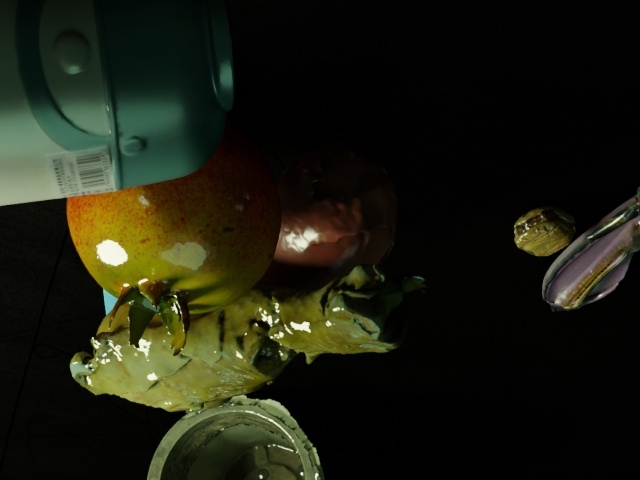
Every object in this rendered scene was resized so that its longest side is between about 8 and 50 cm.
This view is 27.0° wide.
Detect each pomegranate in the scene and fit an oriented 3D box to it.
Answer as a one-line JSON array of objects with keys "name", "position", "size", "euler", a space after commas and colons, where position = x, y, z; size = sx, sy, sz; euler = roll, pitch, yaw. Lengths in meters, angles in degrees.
[{"name": "pomegranate", "position": [-0.149, -0.011, 1.361], "size": [0.220, 0.257, 0.221], "euler": [7, 158, 3]}]

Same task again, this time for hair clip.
[{"name": "hair clip", "position": [0.397, 0.019, 1.818], "size": [0.110, 0.096, 0.359], "euler": [-37, 173, -30]}]

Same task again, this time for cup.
[{"name": "cup", "position": [-0.218, -0.146, 1.173], "size": [0.257, 0.219, 0.289], "euler": [-7, 180, -9]}]

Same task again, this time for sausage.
[{"name": "sausage", "position": [0.000, 0.000, 1.543], "size": [0.152, 0.152, 0.280], "euler": [-1, 150, -19]}]

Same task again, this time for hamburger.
[{"name": "hamburger", "position": [0.291, -0.014, 1.731], "size": [0.076, 0.044, 0.083], "euler": [-26, 146, 26]}]

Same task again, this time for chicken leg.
[{"name": "chicken leg", "position": [-0.072, 0.098, 1.464], "size": [0.429, 0.153, 0.201], "euler": [-12, 148, 36]}]

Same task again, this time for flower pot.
[{"name": "flower pot", "position": [-0.107, 0.406, 2.111], "size": [0.290, 0.290, 0.259], "euler": [-16, 161, 8]}]

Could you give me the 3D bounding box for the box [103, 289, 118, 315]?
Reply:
[{"name": "box", "position": [-0.152, 0.098, 1.723], "size": [0.142, 0.083, 0.232], "euler": [-27, 149, 23]}]
